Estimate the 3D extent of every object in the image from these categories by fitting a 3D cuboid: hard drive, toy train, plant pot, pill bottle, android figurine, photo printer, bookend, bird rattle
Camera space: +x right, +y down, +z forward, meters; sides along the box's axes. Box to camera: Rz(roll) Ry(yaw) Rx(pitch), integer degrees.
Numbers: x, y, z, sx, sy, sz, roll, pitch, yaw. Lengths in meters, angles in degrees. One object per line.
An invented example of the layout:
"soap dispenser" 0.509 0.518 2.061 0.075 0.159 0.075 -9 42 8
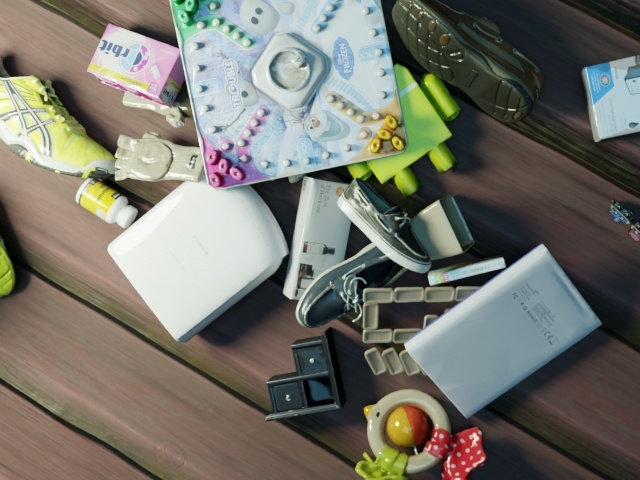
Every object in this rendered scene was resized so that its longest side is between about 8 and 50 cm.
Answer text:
"hard drive" 0.348 0.177 1.686 0.318 0.040 0.210 -37 113 9
"toy train" 0.603 -0.015 1.679 0.158 0.027 0.036 47 110 3
"plant pot" 0.221 -0.016 1.702 0.096 0.109 0.109 -25 90 23
"pill bottle" -0.436 -0.075 1.816 0.116 0.065 0.065 32 98 5
"android figurine" 0.140 -0.226 1.719 0.248 0.056 0.273 -36 89 10
"photo printer" -0.234 0.016 1.770 0.307 0.107 0.256 -37 87 10
"bookend" -0.042 0.267 1.776 0.156 0.072 0.157 -10 92 10
"bird rattle" 0.187 0.391 1.728 0.253 0.143 0.207 -20 75 7

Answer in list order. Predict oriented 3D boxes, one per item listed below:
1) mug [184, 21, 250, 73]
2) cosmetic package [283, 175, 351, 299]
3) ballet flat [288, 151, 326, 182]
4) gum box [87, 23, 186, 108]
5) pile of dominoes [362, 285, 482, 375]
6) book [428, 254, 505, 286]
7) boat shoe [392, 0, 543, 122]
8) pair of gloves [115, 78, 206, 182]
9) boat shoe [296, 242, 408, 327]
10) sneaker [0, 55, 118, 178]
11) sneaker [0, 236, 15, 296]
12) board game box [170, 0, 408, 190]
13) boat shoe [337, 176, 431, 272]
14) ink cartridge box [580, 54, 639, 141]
"mug" -0.201 -0.372 1.736 0.129 0.097 0.158 26 93 1
"cosmetic package" 0.000 0.000 1.738 0.099 0.060 0.239 7 97 -22
"ballet flat" -0.080 -0.156 1.758 0.221 0.077 0.079 7 114 13
"gum box" -0.363 -0.348 1.759 0.188 0.062 0.107 23 84 19
"pile of dominoes" 0.203 0.170 1.717 0.251 0.040 0.196 0 115 -3
"book" 0.280 0.059 1.698 0.144 0.096 0.035 -14 88 9
"boat shoe" 0.281 -0.359 1.666 0.324 0.122 0.120 41 62 0
"pair of gloves" -0.304 -0.223 1.764 0.204 0.042 0.240 3 70 13
"boat shoe" 0.070 0.090 1.703 0.254 0.079 0.095 -32 121 -12
"sneaker" -0.571 -0.247 1.786 0.384 0.145 0.147 29 98 4
"sneaker" -0.704 -0.019 1.843 0.109 0.123 0.295 -13 111 9
"board game box" -0.059 -0.320 1.661 0.390 0.050 0.390 -11 94 1
"boat shoe" 0.128 -0.029 1.652 0.219 0.078 0.070 42 118 12
"ink cartridge box" 0.591 -0.271 1.633 0.190 0.082 0.140 -12 92 11
